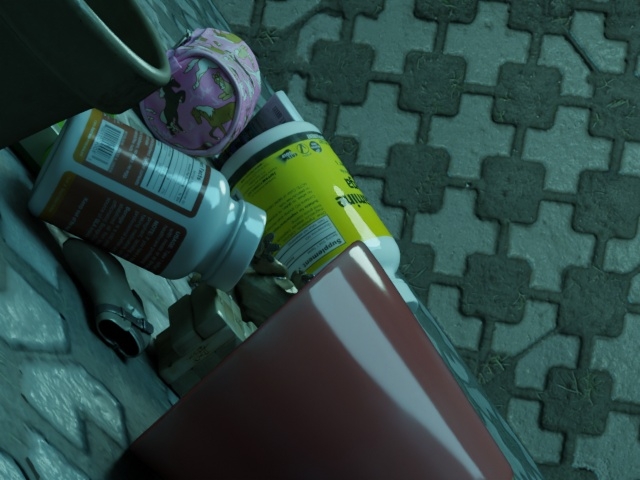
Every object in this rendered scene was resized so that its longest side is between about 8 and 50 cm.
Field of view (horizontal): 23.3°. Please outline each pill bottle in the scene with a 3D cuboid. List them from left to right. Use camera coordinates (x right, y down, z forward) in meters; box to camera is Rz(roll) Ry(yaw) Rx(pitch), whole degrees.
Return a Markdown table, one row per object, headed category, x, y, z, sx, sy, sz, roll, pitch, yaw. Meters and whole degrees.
| category | x | y | z | sx | sy | sz | roll | pitch | yaw |
| --- | --- | --- | --- | --- | --- | --- | --- | --- | --- |
| pill bottle | -0.168 | -0.035 | 1.527 | 0.216 | 0.121 | 0.121 | 27 | 15 | -14 |
| pill bottle | 0.000 | 0.000 | 2.333 | 0.334 | 0.188 | 0.188 | 56 | 9 | 18 |

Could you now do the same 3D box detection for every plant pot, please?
| category | x | y | z | sx | sy | sz | roll | pitch | yaw |
| --- | --- | --- | --- | --- | --- | --- | --- | --- | --- |
| plant pot | -0.287 | -0.169 | 1.270 | 0.263 | 0.229 | 0.263 | 51 | 8 | -10 |
| plant pot | 0.016 | 0.174 | 1.328 | 0.243 | 0.275 | 0.275 | 47 | 8 | 2 |

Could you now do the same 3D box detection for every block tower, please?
| category | x | y | z | sx | sy | sz | roll | pitch | yaw |
| --- | --- | --- | --- | --- | --- | --- | --- | --- | --- |
| block tower | -0.043 | 0.194 | 1.626 | 0.335 | 0.091 | 0.097 | 51 | 9 | -23 |

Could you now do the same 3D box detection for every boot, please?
| category | x | y | z | sx | sy | sz | roll | pitch | yaw |
| --- | --- | --- | --- | --- | --- | --- | --- | --- | --- |
| boot | -0.204 | 0.057 | 1.478 | 0.118 | 0.042 | 0.087 | 43 | 19 | -22 |

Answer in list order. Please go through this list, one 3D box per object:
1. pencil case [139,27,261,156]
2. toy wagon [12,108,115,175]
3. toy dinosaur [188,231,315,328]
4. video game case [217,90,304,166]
| category | x | y | z | sx | sy | sz | roll | pitch | yaw |
| --- | --- | --- | --- | --- | --- | --- | --- | --- | --- |
| pencil case | -0.181 | -0.236 | 2.417 | 0.167 | 0.160 | 0.386 | 19 | 13 | -3 |
| toy wagon | -0.328 | -0.183 | 1.680 | 0.344 | 0.068 | 0.267 | 51 | 8 | -15 |
| toy dinosaur | -0.052 | 0.088 | 1.949 | 0.295 | 0.127 | 0.200 | 43 | -3 | 18 |
| video game case | -0.058 | -0.105 | 2.514 | 0.023 | 0.193 | 0.212 | -26 | 77 | -46 |
